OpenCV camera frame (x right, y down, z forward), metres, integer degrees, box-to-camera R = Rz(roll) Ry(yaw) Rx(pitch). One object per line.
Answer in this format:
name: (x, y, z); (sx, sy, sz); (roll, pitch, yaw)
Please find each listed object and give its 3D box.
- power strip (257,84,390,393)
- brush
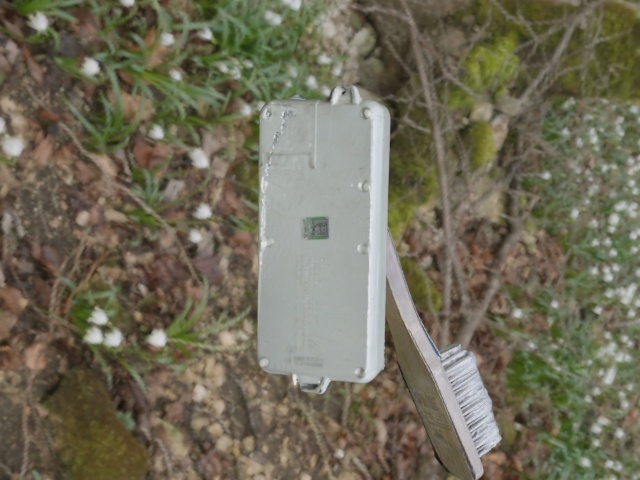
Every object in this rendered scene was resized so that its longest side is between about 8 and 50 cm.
power strip: (0.000, 0.000, 0.534); (0.035, 0.081, 0.192); (-15, 107, -70)
brush: (0.104, 0.091, 0.827); (0.065, 0.070, 0.327); (-31, 109, -20)
